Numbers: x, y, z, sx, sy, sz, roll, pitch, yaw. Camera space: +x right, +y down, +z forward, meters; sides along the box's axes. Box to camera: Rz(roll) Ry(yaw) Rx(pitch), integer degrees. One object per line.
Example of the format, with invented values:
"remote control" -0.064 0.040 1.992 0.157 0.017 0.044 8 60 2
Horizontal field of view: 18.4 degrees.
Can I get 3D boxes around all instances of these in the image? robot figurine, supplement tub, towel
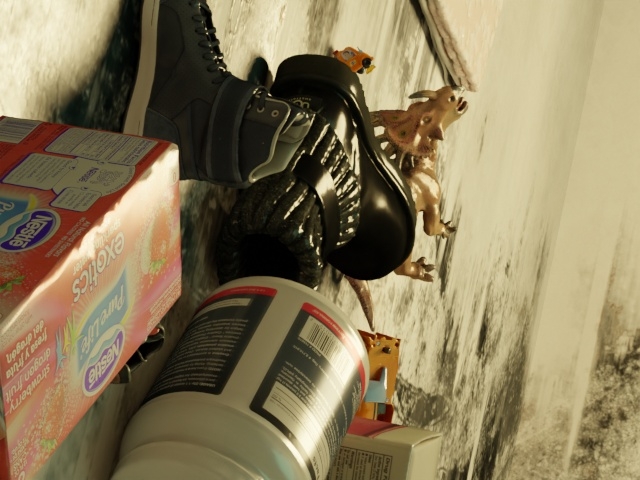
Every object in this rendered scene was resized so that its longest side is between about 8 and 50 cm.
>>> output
"robot figurine" 0.001 0.235 2.239 0.085 0.211 0.291 11 92 -33
"supplement tub" -0.078 0.181 1.892 0.272 0.191 0.191 -61 154 -48
"towel" 0.208 -0.410 2.753 0.332 0.053 0.317 58 45 -64

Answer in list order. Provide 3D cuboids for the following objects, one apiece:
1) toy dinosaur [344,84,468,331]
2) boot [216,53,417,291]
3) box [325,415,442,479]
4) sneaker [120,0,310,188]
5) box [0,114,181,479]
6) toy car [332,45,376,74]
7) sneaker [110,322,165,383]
"toy dinosaur" 0.076 -0.049 2.411 0.295 0.127 0.200 -62 150 -17
"boot" -0.004 0.000 2.128 0.348 0.131 0.260 62 32 -46
"box" -0.003 0.260 2.100 0.127 0.232 0.148 -5 104 -72
"sneaker" -0.082 -0.157 1.759 0.086 0.163 0.226 14 83 -71
"box" -0.223 0.039 1.414 0.300 0.154 0.142 -55 149 -57
"toy car" 0.031 -0.207 2.344 0.040 0.060 0.122 54 2 -1
"sneaker" -0.164 0.083 1.774 0.158 0.065 0.061 -61 154 -48
